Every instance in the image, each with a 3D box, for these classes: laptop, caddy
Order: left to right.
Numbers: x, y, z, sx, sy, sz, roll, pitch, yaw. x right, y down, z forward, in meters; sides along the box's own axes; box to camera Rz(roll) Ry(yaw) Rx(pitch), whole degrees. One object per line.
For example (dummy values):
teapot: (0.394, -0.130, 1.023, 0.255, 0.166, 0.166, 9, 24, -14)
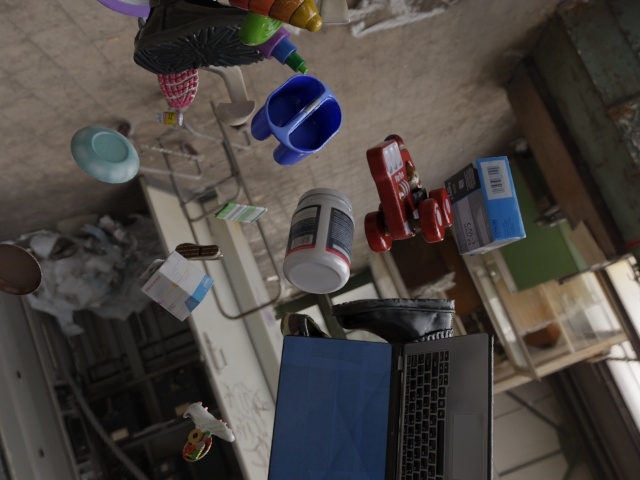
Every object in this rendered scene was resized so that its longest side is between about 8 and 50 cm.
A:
caddy: (-0.070, -0.411, 2.091, 0.179, 0.241, 0.341, -32, -165, 50)
laptop: (0.105, 0.368, 1.206, 0.237, 0.381, 0.408, 15, 159, -28)

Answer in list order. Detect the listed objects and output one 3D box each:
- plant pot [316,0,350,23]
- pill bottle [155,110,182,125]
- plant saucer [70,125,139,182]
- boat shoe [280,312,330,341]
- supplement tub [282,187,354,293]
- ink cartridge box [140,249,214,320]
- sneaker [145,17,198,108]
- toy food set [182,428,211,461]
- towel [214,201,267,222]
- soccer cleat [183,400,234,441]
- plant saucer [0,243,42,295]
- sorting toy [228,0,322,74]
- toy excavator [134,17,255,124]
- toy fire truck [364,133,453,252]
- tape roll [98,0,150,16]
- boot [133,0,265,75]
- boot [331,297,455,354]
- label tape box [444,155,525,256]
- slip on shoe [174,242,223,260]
plant pot: (0.038, -0.804, 2.148, 0.109, 0.096, 0.109, -5, -163, -8)
pill bottle: (-0.503, -0.406, 2.062, 0.083, 0.043, 0.043, 4, 167, -2)
plant saucer: (-0.592, -0.250, 1.731, 0.195, 0.194, 0.037, -12, 160, -45)
boat shoe: (-0.011, 0.245, 1.441, 0.074, 0.223, 0.080, -8, -136, 33)
supplement tub: (0.000, 0.000, 1.822, 0.191, 0.272, 0.191, 5, 142, 4)
ink cartridge box: (-0.345, 0.101, 1.476, 0.092, 0.143, 0.090, -42, -167, 33)
sneaker: (-0.448, -0.548, 1.888, 0.121, 0.299, 0.112, -12, -179, -15)
toy food set: (-0.301, 0.501, 1.519, 0.083, 0.020, 0.083, -1, -138, 38)
towel: (-0.275, -0.100, 2.146, 0.152, 0.023, 0.113, 8, 151, -35)
soccer cleat: (-0.369, 0.616, 2.062, 0.076, 0.196, 0.068, -41, 150, -34)
plant saucer: (-0.849, 0.076, 1.719, 0.169, 0.168, 0.029, -25, -155, 15)
sorting toy: (-0.052, -0.349, 1.026, 0.127, 0.126, 0.365, -48, -179, -2)
toy excavator: (-0.415, -0.660, 2.154, 0.446, 0.432, 0.222, 14, 166, -18)
toy fire truck: (0.196, -0.124, 1.483, 0.170, 0.253, 0.302, -11, -168, 23)
tape roll: (-0.495, -0.730, 1.653, 0.275, 0.090, 0.274, -4, 153, -2)
boot: (-0.234, -0.615, 1.386, 0.367, 0.444, 0.146, 0, 164, 21)
boot: (0.197, 0.276, 1.563, 0.348, 0.260, 0.131, 2, 173, -14)
label tape box: (0.478, -0.089, 1.935, 0.115, 0.249, 0.348, -8, 171, -16)
slip on shoe: (-0.331, 0.034, 1.698, 0.136, 0.051, 0.041, -3, 154, 14)
